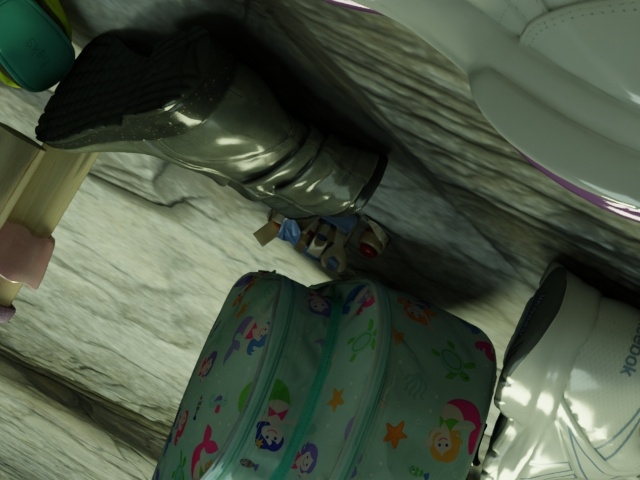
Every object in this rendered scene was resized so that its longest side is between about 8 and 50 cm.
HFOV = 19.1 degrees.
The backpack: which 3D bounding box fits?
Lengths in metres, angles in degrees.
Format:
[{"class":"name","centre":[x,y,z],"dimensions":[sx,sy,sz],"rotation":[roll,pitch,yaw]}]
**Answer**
[{"class":"backpack","centre":[0.007,0.131,1.333],"dimensions":[0.191,0.225,0.253],"rotation":[26,170,-22]}]

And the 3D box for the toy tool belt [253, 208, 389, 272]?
[{"class":"toy tool belt","centre":[0.000,0.000,1.298],"dimensions":[0.083,0.051,0.052],"rotation":[31,163,0]}]

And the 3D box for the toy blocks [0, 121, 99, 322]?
[{"class":"toy blocks","centre":[-0.360,-0.027,1.361],"dimensions":[0.309,0.260,0.288],"rotation":[31,-176,1]}]

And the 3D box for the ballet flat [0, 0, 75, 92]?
[{"class":"ballet flat","centre":[-0.215,-0.170,1.175],"dimensions":[0.077,0.077,0.231],"rotation":[51,172,24]}]

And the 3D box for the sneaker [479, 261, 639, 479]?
[{"class":"sneaker","centre":[0.180,0.122,1.250],"dimensions":[0.129,0.111,0.297],"rotation":[22,162,11]}]

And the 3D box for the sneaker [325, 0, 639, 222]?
[{"class":"sneaker","centre":[0.062,-0.135,0.670],"dimensions":[0.305,0.152,0.114],"rotation":[38,-148,30]}]

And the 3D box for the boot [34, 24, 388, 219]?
[{"class":"boot","centre":[-0.075,-0.059,1.228],"dimensions":[0.161,0.083,0.246],"rotation":[34,165,-28]}]
